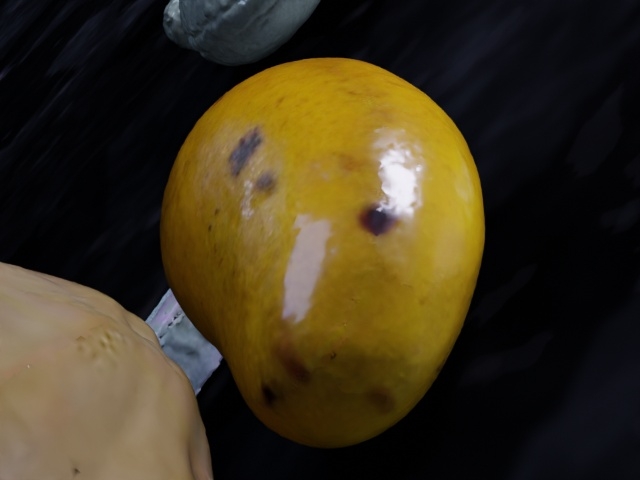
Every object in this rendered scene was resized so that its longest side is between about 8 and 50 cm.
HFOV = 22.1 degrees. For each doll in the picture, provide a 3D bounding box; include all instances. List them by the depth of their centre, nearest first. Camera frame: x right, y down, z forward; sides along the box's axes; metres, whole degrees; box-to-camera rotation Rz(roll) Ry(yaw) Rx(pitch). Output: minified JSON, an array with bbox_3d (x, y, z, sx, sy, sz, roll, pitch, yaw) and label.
[{"bbox_3d":[-0.037,-0.150,0.961,0.103,0.071,0.214,-44,10,-15],"label":"doll"}]

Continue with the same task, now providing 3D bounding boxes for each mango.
[{"bbox_3d":[0.002,-0.003,0.553,0.115,0.090,0.178,-56,21,5],"label":"mango"}]

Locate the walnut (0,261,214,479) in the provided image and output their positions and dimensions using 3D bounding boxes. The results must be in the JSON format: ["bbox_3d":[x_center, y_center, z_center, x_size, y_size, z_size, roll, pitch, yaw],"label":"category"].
[{"bbox_3d":[-0.179,0.118,0.442,0.296,0.285,0.285,17,59,29],"label":"walnut"}]

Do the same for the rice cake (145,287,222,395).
[{"bbox_3d":[-0.104,0.099,0.658,0.211,0.034,0.043,-52,16,-13],"label":"rice cake"}]
